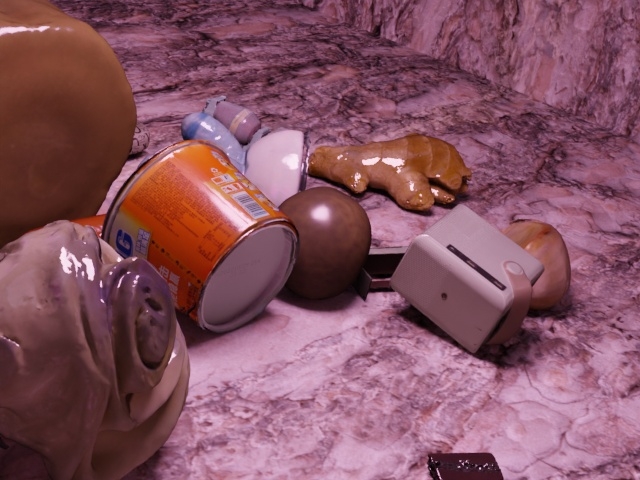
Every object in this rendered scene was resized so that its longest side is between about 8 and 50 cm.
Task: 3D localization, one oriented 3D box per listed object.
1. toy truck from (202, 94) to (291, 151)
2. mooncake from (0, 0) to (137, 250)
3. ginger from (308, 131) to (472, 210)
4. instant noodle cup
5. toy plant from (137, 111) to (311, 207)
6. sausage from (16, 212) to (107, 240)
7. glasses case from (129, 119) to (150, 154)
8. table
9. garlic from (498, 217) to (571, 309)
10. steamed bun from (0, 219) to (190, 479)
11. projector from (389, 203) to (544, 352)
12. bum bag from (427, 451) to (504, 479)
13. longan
[{"bbox_3d":[-0.160,-0.233,2.311,0.256,0.140,0.108,22,26,17],"label":"toy truck"},{"bbox_3d":[-0.560,-0.200,1.714,0.467,0.467,0.262,-13,34,-43],"label":"mooncake"},{"bbox_3d":[0.168,-0.144,2.365,0.375,0.166,0.236,-15,68,-6],"label":"ginger"},{"bbox_3d":[-0.188,0.005,1.680,0.214,0.296,0.296,38,34,27],"label":"instant noodle cup"},{"bbox_3d":[-0.195,-0.122,1.984,0.332,0.247,0.247,7,26,-7],"label":"toy plant"},{"bbox_3d":[-0.391,0.003,1.775,0.330,0.102,0.102,-14,36,-44],"label":"sausage"},{"bbox_3d":[-0.548,-0.277,2.281,0.354,0.085,0.137,24,29,22],"label":"glasses case"},{"bbox_3d":[0.115,0.047,1.963,0.146,0.063,0.175,-2,32,-28],"label":"table"},{"bbox_3d":[0.410,0.023,2.073,0.196,0.151,0.338,0,24,2],"label":"garlic"},{"bbox_3d":[-0.292,0.124,1.283,0.394,0.237,0.347,19,42,-64],"label":"steamed bun"},{"bbox_3d":[0.275,0.073,1.820,0.242,0.163,0.177,39,42,16],"label":"projector"},{"bbox_3d":[0.226,0.355,1.422,0.109,0.026,0.159,3,27,-22],"label":"bum bag"},{"bbox_3d":[0.000,0.000,1.833,0.198,0.198,0.212,32,65,34],"label":"longan"}]
